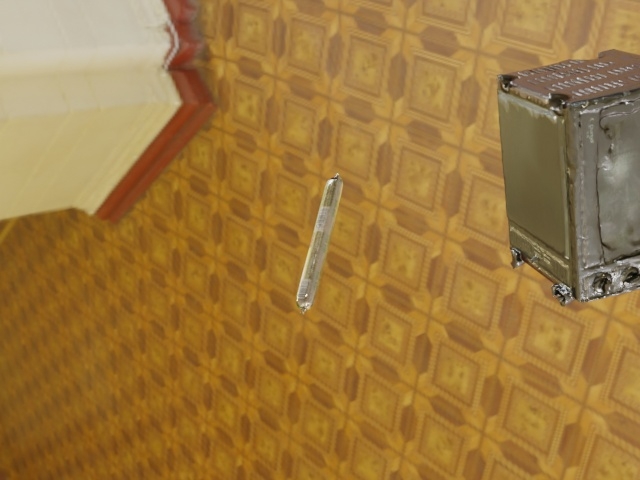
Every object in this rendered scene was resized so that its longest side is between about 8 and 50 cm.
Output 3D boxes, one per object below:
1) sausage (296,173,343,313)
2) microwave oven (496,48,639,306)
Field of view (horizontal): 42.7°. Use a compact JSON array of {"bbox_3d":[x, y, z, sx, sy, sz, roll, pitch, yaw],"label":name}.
[{"bbox_3d":[0.000,0.000,1.358,0.033,0.033,0.269,-23,45,50],"label":"sausage"},{"bbox_3d":[0.317,-0.076,0.931,0.188,0.178,0.247,-122,19,-64],"label":"microwave oven"}]
